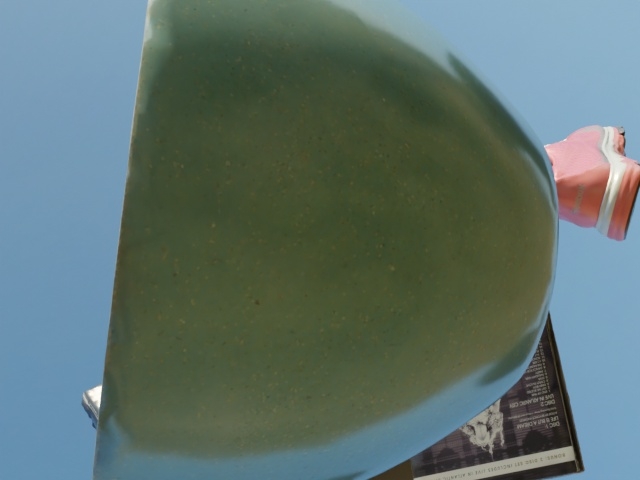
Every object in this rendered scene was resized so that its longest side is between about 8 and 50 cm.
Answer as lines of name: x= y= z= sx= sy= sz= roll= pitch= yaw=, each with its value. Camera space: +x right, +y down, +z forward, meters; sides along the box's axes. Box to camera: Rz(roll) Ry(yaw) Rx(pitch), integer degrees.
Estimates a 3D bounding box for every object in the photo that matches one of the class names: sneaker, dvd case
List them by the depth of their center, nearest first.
dvd case: x=0.141 y=0.115 z=1.005 sx=0.018 sy=0.165 sz=0.221 roll=13 pitch=-118 yaw=-51
sneaker: x=0.312 y=-0.094 z=1.390 sx=0.136 sy=0.314 sz=0.115 roll=13 pitch=-75 yaw=2

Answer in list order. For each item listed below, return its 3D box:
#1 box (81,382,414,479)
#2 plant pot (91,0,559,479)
box: x=-0.051 y=0.233 z=1.171 sx=0.296 sy=0.294 sz=0.182 roll=-26 pitch=-57 yaw=-18
plant pot: x=0.000 y=0.000 z=0.543 sx=0.196 sy=0.290 sz=0.290 roll=7 pitch=-102 yaw=-10
